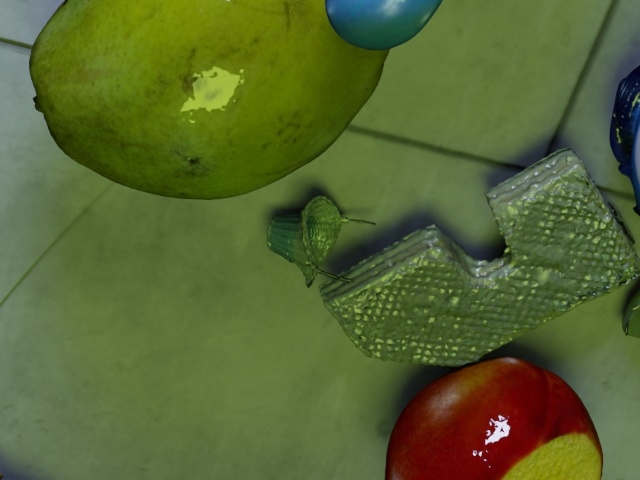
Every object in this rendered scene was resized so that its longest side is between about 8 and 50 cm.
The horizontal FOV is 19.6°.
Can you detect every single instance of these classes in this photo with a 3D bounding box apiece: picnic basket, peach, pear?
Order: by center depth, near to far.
[{"bbox_3d":[-0.080,-0.136,1.352,0.269,0.212,0.212,-15,123,-2],"label":"pear"},{"bbox_3d":[0.000,0.000,1.530,0.083,0.065,0.083,13,139,19],"label":"picnic basket"},{"bbox_3d":[0.151,0.202,1.597,0.190,0.192,0.190,-2,136,-2],"label":"peach"}]

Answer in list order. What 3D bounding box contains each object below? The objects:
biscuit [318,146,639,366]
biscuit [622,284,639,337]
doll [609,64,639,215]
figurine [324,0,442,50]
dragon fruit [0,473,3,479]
[{"bbox_3d":[0.136,0.030,1.553,0.250,0.046,0.147,-28,130,9],"label":"biscuit"},{"bbox_3d":[0.423,0.080,1.632,0.322,0.038,0.099,14,123,-14],"label":"biscuit"},{"bbox_3d":[0.358,-0.093,1.408,0.284,0.240,0.310,20,111,30],"label":"doll"},{"bbox_3d":[0.095,-0.314,1.258,0.298,0.243,0.416,31,85,-11],"label":"figurine"},{"bbox_3d":[-0.289,0.262,1.647,0.125,0.125,0.246,-26,104,-22],"label":"dragon fruit"}]
